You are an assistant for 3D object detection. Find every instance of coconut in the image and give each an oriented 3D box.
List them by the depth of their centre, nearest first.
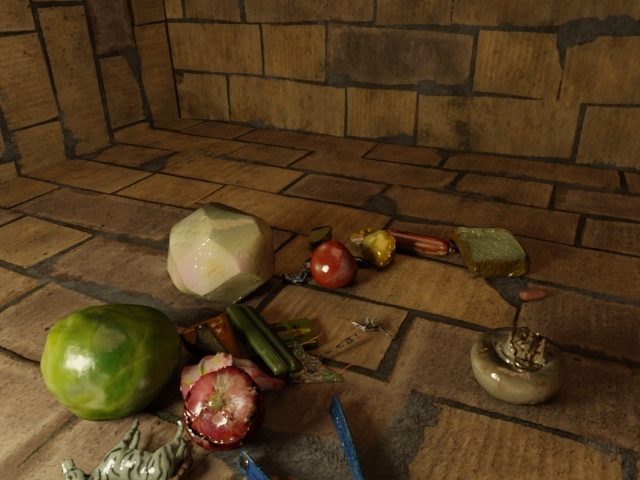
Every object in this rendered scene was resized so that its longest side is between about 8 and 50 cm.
[{"bbox_3d":[-0.304,0.033,1.672,0.352,0.353,0.353,-1,27,0],"label":"coconut"}]

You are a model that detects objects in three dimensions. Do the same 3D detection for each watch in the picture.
[{"bbox_3d":[0.010,0.473,1.080,0.276,0.068,0.274,-21,29,-33],"label":"watch"}]

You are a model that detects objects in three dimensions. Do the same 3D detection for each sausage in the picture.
[{"bbox_3d":[0.680,0.173,1.653,0.083,0.034,0.034,-6,28,-7],"label":"sausage"},{"bbox_3d":[0.371,0.011,1.929,0.263,0.083,0.083,12,30,21],"label":"sausage"}]

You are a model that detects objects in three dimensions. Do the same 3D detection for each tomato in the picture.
[{"bbox_3d":[0.047,0.083,1.716,0.167,0.167,0.167,-1,27,0],"label":"tomato"}]

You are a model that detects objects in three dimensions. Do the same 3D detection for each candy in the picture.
[{"bbox_3d":[-0.040,0.089,1.818,0.094,0.051,0.226,16,33,39],"label":"candy"}]

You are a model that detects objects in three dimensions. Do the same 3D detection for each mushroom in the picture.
[{"bbox_3d":[0.482,0.296,1.271,0.226,0.178,0.226,-8,32,5],"label":"mushroom"}]

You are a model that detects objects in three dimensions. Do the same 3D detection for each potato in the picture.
[{"bbox_3d":[0.000,0.000,1.978,0.096,0.066,0.103,-14,29,30],"label":"potato"}]

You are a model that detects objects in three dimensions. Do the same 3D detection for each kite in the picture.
[{"bbox_3d":[0.006,0.312,1.399,0.244,0.006,0.198,-30,49,-30],"label":"kite"}]

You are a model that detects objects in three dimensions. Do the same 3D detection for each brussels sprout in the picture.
[{"bbox_3d":[-0.507,0.287,1.254,0.343,0.268,0.344,-4,5,0],"label":"brussels sprout"}]

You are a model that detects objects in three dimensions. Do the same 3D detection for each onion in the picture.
[{"bbox_3d":[-0.208,0.372,1.143,0.183,0.147,0.184,0,71,0],"label":"onion"}]

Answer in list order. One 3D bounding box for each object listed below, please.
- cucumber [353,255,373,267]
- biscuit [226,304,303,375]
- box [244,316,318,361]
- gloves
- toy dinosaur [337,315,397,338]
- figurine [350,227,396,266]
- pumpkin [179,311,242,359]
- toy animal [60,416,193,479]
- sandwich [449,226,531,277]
[{"bbox_3d":[0.107,0.074,1.860,0.167,0.039,0.039,4,28,14],"label":"cucumber"},{"bbox_3d":[-0.158,0.260,1.410,0.099,0.038,0.322,8,20,-38],"label":"biscuit"},{"bbox_3d":[-0.115,0.280,1.478,0.193,0.030,0.121,-10,29,-15],"label":"box"},{"bbox_3d":[-0.211,0.346,1.263,0.241,0.126,0.145,-8,25,0],"label":"gloves"},{"bbox_3d":[0.141,0.247,1.525,0.180,0.037,0.058,9,25,18],"label":"toy dinosaur"},{"bbox_3d":[0.195,0.017,1.891,0.156,0.131,0.246,19,6,-32],"label":"figurine"},{"bbox_3d":[-0.301,0.289,1.407,0.130,0.149,0.254,-30,-1,-1],"label":"pumpkin"},{"bbox_3d":[-0.400,0.457,1.094,0.254,0.090,0.170,-8,33,-8],"label":"toy animal"},{"bbox_3d":[0.606,0.040,1.855,0.226,0.087,0.251,-4,30,-2],"label":"sandwich"}]
